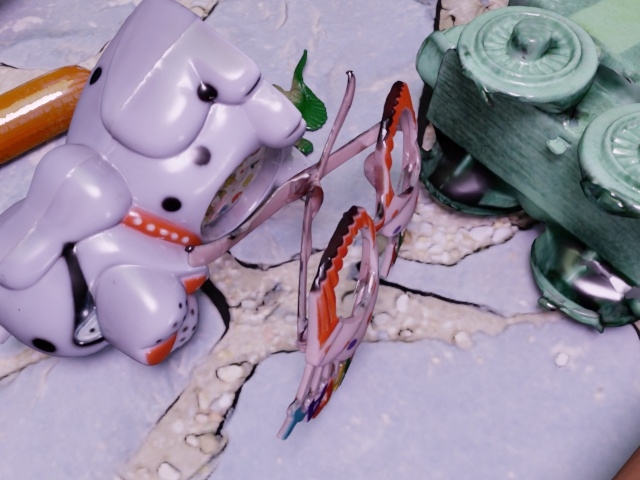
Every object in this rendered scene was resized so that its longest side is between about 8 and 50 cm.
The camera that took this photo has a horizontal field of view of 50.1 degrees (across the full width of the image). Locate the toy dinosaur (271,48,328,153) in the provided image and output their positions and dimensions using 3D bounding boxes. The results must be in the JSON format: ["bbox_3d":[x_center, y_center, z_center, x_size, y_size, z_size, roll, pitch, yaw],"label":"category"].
[{"bbox_3d":[-0.020,-0.127,0.626,0.060,0.029,0.120,18,56,-3],"label":"toy dinosaur"}]

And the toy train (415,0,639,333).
[{"bbox_3d":[0.218,-0.082,0.500,0.238,0.167,0.299,-30,63,-20],"label":"toy train"}]

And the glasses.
[{"bbox_3d":[0.007,0.005,0.468,0.095,0.162,0.255,12,57,25],"label":"glasses"}]

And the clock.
[{"bbox_3d":[-0.139,-0.021,0.494,0.189,0.189,0.254,31,77,20],"label":"clock"}]

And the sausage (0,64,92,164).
[{"bbox_3d":[-0.335,-0.065,0.591,0.348,0.053,0.053,-32,62,-14],"label":"sausage"}]

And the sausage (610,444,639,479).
[{"bbox_3d":[0.223,0.133,0.343,0.304,0.121,0.121,-38,64,-21],"label":"sausage"}]
